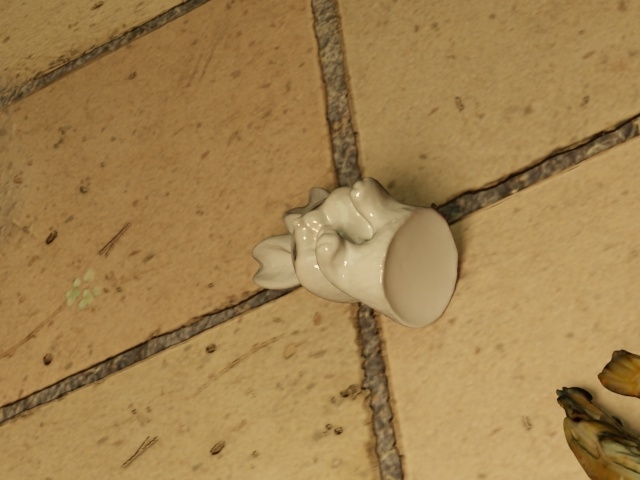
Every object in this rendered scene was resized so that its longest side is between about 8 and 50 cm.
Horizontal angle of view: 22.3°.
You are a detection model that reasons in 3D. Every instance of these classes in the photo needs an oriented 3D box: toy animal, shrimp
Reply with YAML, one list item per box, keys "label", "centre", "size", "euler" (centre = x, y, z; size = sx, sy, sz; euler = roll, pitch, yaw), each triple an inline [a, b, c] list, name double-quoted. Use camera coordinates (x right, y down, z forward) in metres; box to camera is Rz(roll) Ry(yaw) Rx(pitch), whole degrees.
- label: "toy animal"
  centre: [0.002, -0.001, 1.386]
  size: [0.221, 0.131, 0.103]
  euler: [13, 78, 46]
- label: "shrimp"
  centre: [0.220, 0.139, 1.089]
  size: [0.059, 0.145, 0.254]
  euler: [-10, 37, -18]
